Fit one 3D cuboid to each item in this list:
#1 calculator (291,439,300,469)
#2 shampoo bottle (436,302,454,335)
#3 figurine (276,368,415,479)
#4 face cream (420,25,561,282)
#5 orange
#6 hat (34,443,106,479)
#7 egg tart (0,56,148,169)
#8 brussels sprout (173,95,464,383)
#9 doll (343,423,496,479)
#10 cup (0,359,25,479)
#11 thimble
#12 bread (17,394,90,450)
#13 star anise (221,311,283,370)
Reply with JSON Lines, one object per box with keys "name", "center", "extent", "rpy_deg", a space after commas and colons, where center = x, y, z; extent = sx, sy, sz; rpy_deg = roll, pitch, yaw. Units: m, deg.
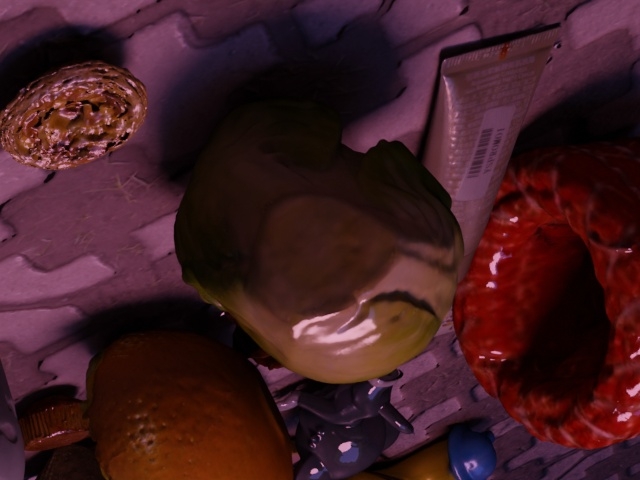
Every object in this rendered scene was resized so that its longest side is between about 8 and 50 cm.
{"name": "calculator", "center": [-0.052, 0.340, 2.363], "extent": [0.157, 0.033, 0.236], "rpy_deg": [-32, 157, 11]}
{"name": "shampoo bottle", "center": [0.177, 0.057, 1.976], "extent": [0.284, 0.071, 0.153], "rpy_deg": [-10, 149, -35]}
{"name": "figurine", "center": [0.056, 0.223, 2.118], "extent": [0.193, 0.140, 0.265], "rpy_deg": [-28, 176, -38]}
{"name": "face cream", "center": [0.151, -0.082, 1.677], "extent": [0.137, 0.084, 0.341], "rpy_deg": [-17, 146, -23]}
{"name": "orange", "center": [-0.131, 0.236, 1.777], "extent": [0.196, 0.262, 0.334], "rpy_deg": [-11, 146, 5]}
{"name": "hat", "center": [-0.306, 0.271, 1.954], "extent": [0.146, 0.067, 0.146], "rpy_deg": [-16, -163, 5]}
{"name": "egg tart", "center": [-0.203, -0.110, 1.306], "extent": [0.129, 0.049, 0.129], "rpy_deg": [-17, 150, -10]}
{"name": "brussels sprout", "center": [-0.003, 0.001, 1.455], "extent": [0.227, 0.259, 0.294], "rpy_deg": [-63, -174, 3]}
{"name": "doll", "center": [0.121, 0.399, 2.548], "extent": [0.363, 0.145, 0.199], "rpy_deg": [-31, -164, -10]}
{"name": "cup", "center": [-0.396, 0.155, 1.373], "extent": [0.259, 0.274, 0.357], "rpy_deg": [-17, 153, -17]}
{"name": "thimble", "center": [0.326, 0.058, 1.801], "extent": [0.230, 0.350, 0.350], "rpy_deg": [-14, 153, -32]}
{"name": "bread", "center": [-0.303, 0.203, 1.825], "extent": [0.085, 0.053, 0.085], "rpy_deg": [-15, 164, -4]}
{"name": "star anise", "center": [-0.017, 0.078, 1.777], "extent": [0.190, 0.126, 0.220], "rpy_deg": [-1, 174, -42]}
